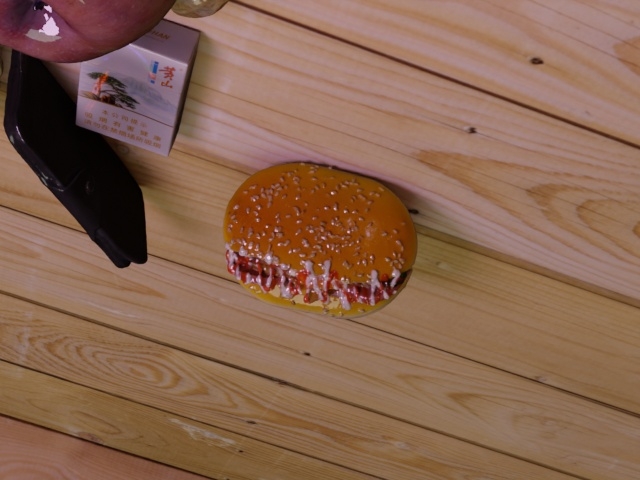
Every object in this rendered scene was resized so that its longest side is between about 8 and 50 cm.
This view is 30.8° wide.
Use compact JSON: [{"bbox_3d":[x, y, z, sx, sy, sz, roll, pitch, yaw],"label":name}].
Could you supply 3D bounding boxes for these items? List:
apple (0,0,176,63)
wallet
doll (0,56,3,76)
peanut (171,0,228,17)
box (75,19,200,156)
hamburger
[{"bbox_3d":[-0.299,-0.333,1.330,0.306,0.235,0.305,7,156,3],"label":"apple"},{"bbox_3d":[-0.367,-0.119,1.758,0.051,0.197,0.377,-18,140,12],"label":"wallet"},{"bbox_3d":[-0.593,-0.238,1.680,0.261,0.161,0.177,19,127,-5],"label":"doll"},{"bbox_3d":[-0.132,-0.323,1.437,0.080,0.080,0.174,35,144,-31],"label":"peanut"},{"bbox_3d":[-0.263,-0.227,1.655,0.149,0.067,0.233,17,148,-5],"label":"box"},{"bbox_3d":[0.000,0.000,1.772,0.295,0.227,0.151,10,170,6],"label":"hamburger"}]
